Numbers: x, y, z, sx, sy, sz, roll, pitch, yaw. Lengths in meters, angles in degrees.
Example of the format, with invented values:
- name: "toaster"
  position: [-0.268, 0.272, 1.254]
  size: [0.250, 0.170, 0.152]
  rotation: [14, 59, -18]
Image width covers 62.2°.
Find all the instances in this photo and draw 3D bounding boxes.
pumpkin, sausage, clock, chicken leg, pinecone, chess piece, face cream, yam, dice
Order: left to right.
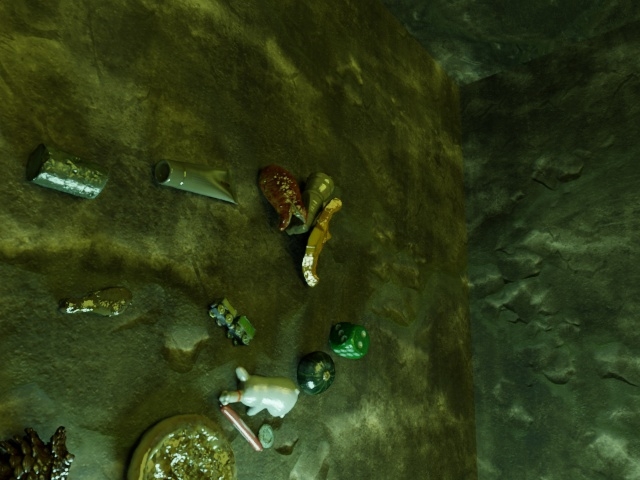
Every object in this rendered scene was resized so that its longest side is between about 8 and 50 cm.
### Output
- name: "pinecone"
  position: [-0.655, 0.515, 1.197]
  size: [0.195, 0.150, 0.179]
  rotation: [1, 79, -51]
- name: "yam"
  position: [-0.667, -0.178, 1.421]
  size: [0.194, 0.107, 0.107]
  rotation: [20, 65, -49]
- name: "chicken leg"
  position: [-0.603, 0.169, 1.434]
  size: [0.198, 0.069, 0.085]
  rotation: [-2, 80, -45]
- name: "face cream"
  position: [-0.403, -0.206, 1.792]
  size: [0.341, 0.084, 0.137]
  rotation: [6, 65, -58]
- name: "sausage"
  position: [-0.260, 0.622, 1.762]
  size: [0.253, 0.034, 0.034]
  rotation: [58, 42, -23]
- name: "clock"
  position: [-0.189, 0.683, 1.853]
  size: [0.074, 0.010, 0.083]
  rotation: [-44, 115, -48]
- name: "chess piece"
  position: [-0.045, -0.140, 2.169]
  size: [0.137, 0.137, 0.301]
  rotation: [51, 44, -29]
- name: "pumpkin"
  position: [-0.017, 0.506, 2.026]
  size: [0.167, 0.125, 0.167]
  rotation: [16, 68, -46]
- name: "pumpkin"
  position: [-0.004, 0.001, 2.137]
  size: [0.258, 0.095, 0.290]
  rotation: [101, 8, -53]
- name: "dice"
  position: [0.123, 0.420, 2.226]
  size: [0.131, 0.128, 0.120]
  rotation: [45, 50, -37]

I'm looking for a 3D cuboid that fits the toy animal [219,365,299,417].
- name: "toy animal"
  position: [-0.218, 0.508, 1.785]
  size: [0.282, 0.138, 0.140]
  rotation: [14, 59, -26]

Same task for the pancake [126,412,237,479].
- name: "pancake"
  position: [-0.389, 0.698, 1.547]
  size: [0.382, 0.071, 0.382]
  rotation: [19, 65, -47]

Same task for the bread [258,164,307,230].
- name: "bread"
  position: [-0.142, -0.175, 2.040]
  size: [0.139, 0.095, 0.268]
  rotation: [-23, 74, -14]

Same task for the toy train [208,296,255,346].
- name: "toy train"
  position: [-0.298, 0.274, 1.795]
  size: [0.202, 0.060, 0.081]
  rotation: [57, 35, -24]
